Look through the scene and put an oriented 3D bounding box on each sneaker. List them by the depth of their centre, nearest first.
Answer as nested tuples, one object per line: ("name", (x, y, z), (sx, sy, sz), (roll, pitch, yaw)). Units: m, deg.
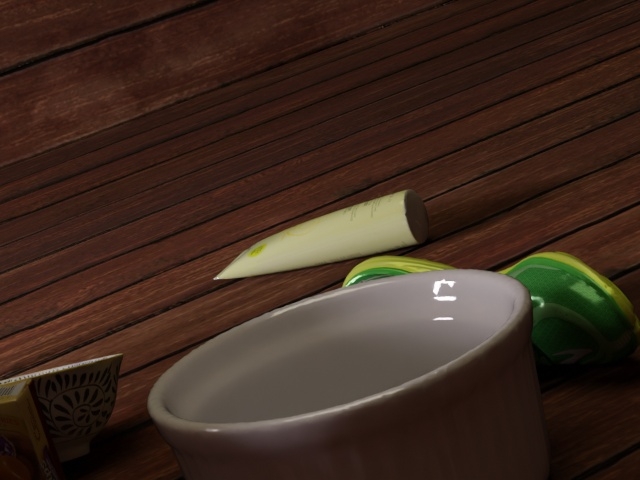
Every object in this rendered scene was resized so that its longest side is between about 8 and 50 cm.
("sneaker", (0.129, 0.081, 1.476), (0.295, 0.109, 0.123), (-2, 43, 40))

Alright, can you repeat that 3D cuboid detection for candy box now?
("candy box", (-0.313, 0.190, 1.499), (0.187, 0.109, 0.053), (-14, 15, 10))

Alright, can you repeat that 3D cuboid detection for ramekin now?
("ramekin", (0.029, 0.132, 1.274), (0.277, 0.135, 0.277), (-15, 13, 4))

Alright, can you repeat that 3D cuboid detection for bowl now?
("bowl", (-0.246, 0.156, 1.581), (0.170, 0.080, 0.170), (-14, 0, 0))

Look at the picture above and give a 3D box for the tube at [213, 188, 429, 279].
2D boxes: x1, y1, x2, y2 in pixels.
("tube", (0.000, 0.000, 1.992), (0.240, 0.062, 0.070), (-15, -27, 27))
